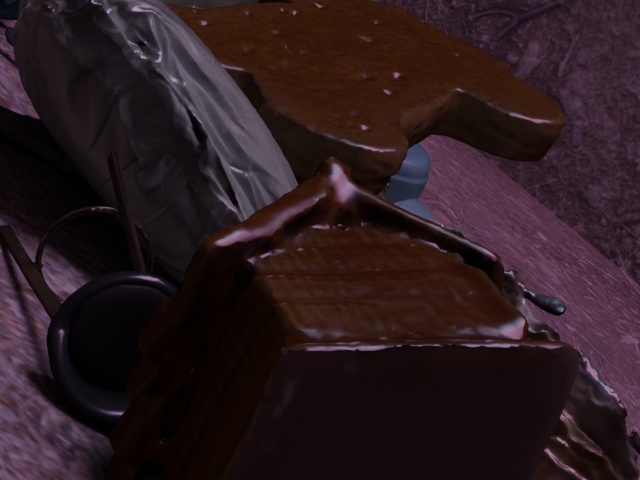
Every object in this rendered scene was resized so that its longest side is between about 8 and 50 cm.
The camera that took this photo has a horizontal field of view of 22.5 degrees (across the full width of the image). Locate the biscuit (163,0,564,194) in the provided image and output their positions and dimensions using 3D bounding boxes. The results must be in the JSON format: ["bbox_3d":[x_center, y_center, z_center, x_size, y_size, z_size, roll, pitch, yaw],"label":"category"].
[{"bbox_3d":[0.022,-0.145,1.548,0.368,0.076,0.394,31,28,23],"label":"biscuit"}]

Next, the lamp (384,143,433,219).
[{"bbox_3d":[0.003,-0.118,1.850,0.284,0.147,0.209,44,9,-20],"label":"lamp"}]

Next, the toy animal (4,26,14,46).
[{"bbox_3d":[-0.114,-0.121,1.578,0.367,0.081,0.206,1,54,-35],"label":"toy animal"}]

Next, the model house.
[{"bbox_3d":[-0.003,0.082,0.946,0.220,0.199,0.229,12,23,-23],"label":"model house"}]

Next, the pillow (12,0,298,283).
[{"bbox_3d":[-0.129,-0.085,1.278,0.310,0.138,0.283,52,-5,-20],"label":"pillow"}]

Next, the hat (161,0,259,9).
[{"bbox_3d":[-0.142,-0.180,1.712,0.252,0.252,0.110,33,-28,-26],"label":"hat"}]

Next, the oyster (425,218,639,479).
[{"bbox_3d":[0.099,0.124,1.082,0.351,0.115,0.238,56,-20,19],"label":"oyster"}]

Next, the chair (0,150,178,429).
[{"bbox_3d":[-0.141,0.026,1.061,0.104,0.095,0.221,20,21,-25],"label":"chair"}]

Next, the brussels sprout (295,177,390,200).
[{"bbox_3d":[-0.004,-0.003,1.496,0.122,0.151,0.149,10,32,2],"label":"brussels sprout"}]

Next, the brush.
[{"bbox_3d":[-0.261,-0.099,1.321,0.336,0.020,0.085,25,20,-49],"label":"brush"}]

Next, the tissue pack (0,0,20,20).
[{"bbox_3d":[-0.327,-0.314,1.487,0.134,0.192,0.271,43,12,9],"label":"tissue pack"}]
